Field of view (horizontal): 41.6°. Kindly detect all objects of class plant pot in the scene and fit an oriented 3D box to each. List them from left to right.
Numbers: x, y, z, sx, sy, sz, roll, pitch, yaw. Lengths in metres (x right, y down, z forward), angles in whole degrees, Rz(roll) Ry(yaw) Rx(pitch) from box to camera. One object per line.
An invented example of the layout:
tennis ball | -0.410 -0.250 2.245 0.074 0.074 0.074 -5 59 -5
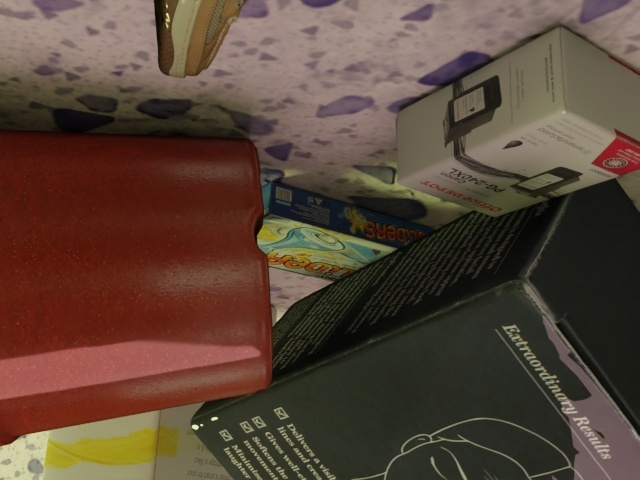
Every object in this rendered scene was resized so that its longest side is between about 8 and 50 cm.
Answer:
plant pot | -0.176 0.026 0.655 0.265 0.272 0.272 -4 162 -7

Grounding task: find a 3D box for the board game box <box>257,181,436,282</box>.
board game box | 0.000 0.000 0.857 0.201 0.035 0.136 14 157 -31

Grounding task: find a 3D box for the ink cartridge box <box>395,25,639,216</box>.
ink cartridge box | 0.140 -0.073 0.588 0.109 0.063 0.150 16 156 -34

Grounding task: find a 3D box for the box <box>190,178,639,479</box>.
box | 0.134 0.158 0.748 0.395 0.212 0.293 -29 102 41

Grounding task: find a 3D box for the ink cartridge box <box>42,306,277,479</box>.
ink cartridge box | -0.189 0.242 1.042 0.160 0.384 0.279 -5 159 21

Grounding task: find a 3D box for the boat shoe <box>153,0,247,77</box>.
boat shoe | -0.045 -0.141 0.420 0.072 0.068 0.190 -5 163 -15
